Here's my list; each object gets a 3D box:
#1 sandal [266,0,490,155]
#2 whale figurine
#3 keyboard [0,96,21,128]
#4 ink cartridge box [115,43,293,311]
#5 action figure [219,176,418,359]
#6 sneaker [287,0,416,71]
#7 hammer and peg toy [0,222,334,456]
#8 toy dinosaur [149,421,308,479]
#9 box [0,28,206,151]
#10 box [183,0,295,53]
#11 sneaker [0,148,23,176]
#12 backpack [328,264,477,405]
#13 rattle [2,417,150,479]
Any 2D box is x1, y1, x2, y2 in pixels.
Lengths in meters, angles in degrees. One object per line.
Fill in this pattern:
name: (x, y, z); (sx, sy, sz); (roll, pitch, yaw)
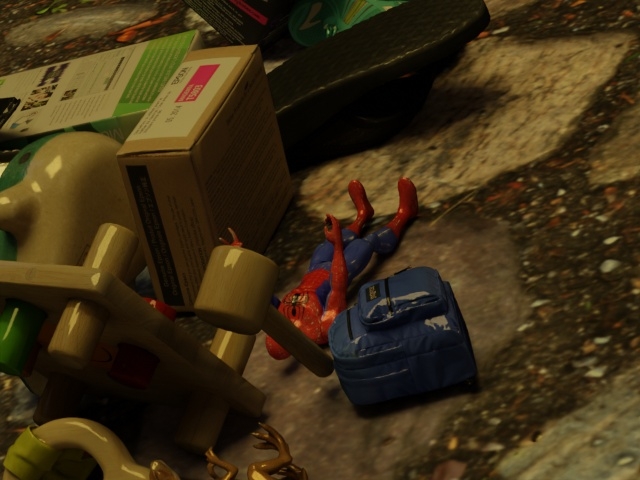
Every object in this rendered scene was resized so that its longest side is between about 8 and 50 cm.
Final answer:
sandal: (0.004, -0.152, 2.020); (0.446, 0.107, 0.167); (-28, 27, 11)
whale figurine: (-0.277, 0.019, 1.765); (0.141, 0.216, 0.272); (1, 61, 38)
keyboard: (-0.510, -0.058, 2.163); (0.201, 0.033, 0.317); (0, 47, 45)
ink cartridge box: (-0.115, -0.067, 1.816); (0.088, 0.193, 0.234); (-2, 31, 20)
action figure: (0.000, 0.000, 1.695); (0.091, 0.139, 0.280); (-4, 34, 30)
sneaker: (0.049, -0.265, 2.180); (0.275, 0.107, 0.110); (10, 53, 47)
hammer and peg toy: (-0.166, 0.093, 1.522); (0.361, 0.266, 0.127); (4, 63, 36)
toy dinosaur: (-0.033, 0.212, 1.415); (0.211, 0.064, 0.112); (9, 35, 8)
box: (-0.321, -0.175, 2.300); (0.322, 0.058, 0.232); (-12, 29, 17)
box: (-0.058, -0.392, 2.272); (0.143, 0.270, 0.165); (43, 55, 9)
sneaker: (-0.383, -0.034, 2.046); (0.331, 0.146, 0.122); (-4, -3, -16)
backpack: (0.065, 0.084, 1.534); (0.120, 0.101, 0.098); (-19, 21, 8)
rattle: (-0.167, 0.230, 1.493); (0.200, 0.143, 0.130); (10, 70, 20)
